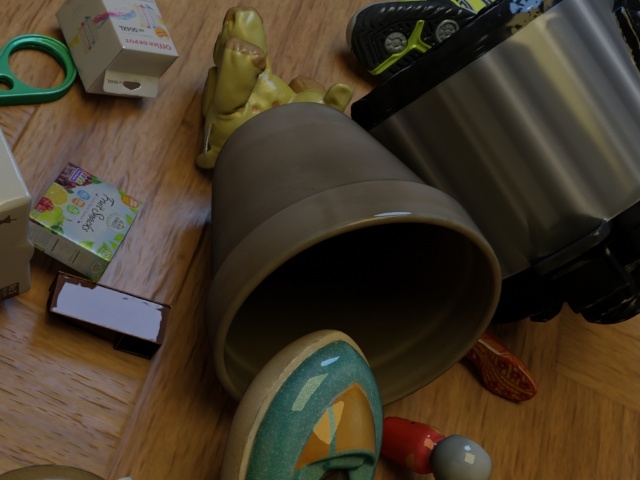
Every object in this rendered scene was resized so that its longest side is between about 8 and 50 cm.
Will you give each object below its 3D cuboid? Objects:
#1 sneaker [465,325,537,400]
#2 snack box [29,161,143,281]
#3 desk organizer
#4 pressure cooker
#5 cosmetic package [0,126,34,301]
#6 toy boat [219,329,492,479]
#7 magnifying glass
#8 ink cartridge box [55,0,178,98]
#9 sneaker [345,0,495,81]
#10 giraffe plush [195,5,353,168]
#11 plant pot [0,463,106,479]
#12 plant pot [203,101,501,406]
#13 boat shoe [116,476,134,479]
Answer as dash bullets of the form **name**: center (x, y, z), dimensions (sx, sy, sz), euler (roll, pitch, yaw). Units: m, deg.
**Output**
- **sneaker**: center (0.211, 0.134, 1.481), dimensions (0.175, 0.064, 0.067), euler (43, 38, -1)
- **snack box**: center (-0.266, -0.023, 1.302), dimensions (0.100, 0.037, 0.141), euler (31, 28, -10)
- **desk organizer**: center (-0.234, 0.083, 1.271), dimensions (0.130, 0.047, 0.050), euler (19, 54, -17)
- **pressure cooker**: center (0.286, -0.093, 1.465), dimensions (0.370, 0.375, 0.420), euler (-35, 93, -27)
- **cosmetic package**: center (-0.428, -0.124, 1.177), dimensions (0.156, 0.217, 0.385), euler (-19, 68, -22)
- **toy boat**: center (0.041, 0.228, 1.220), dimensions (0.318, 0.148, 0.267), euler (5, 98, -46)
- **magnifying glass**: center (-0.383, -0.181, 1.381), dimensions (0.092, 0.026, 0.231), euler (45, 49, 5)
- **ink cartridge box**: center (-0.250, -0.248, 1.447), dimensions (0.092, 0.090, 0.143), euler (-2, 59, -47)
- **sneaker**: center (0.200, -0.307, 1.752), dimensions (0.384, 0.145, 0.147), euler (-3, 30, -28)
- **giraffe plush**: center (-0.054, -0.167, 1.449), dimensions (0.170, 0.181, 0.210), euler (11, 62, -13)
- **plant pot**: center (-0.247, 0.322, 1.043), dimensions (0.236, 0.032, 0.236), euler (3, 84, -31)
- **plant pot**: center (0.000, 0.000, 1.321), dimensions (0.323, 0.323, 0.280), euler (2, 42, -28)
- **boat shoe**: center (-0.255, 0.291, 1.097), dimensions (0.219, 0.078, 0.070), euler (-16, 67, -38)
